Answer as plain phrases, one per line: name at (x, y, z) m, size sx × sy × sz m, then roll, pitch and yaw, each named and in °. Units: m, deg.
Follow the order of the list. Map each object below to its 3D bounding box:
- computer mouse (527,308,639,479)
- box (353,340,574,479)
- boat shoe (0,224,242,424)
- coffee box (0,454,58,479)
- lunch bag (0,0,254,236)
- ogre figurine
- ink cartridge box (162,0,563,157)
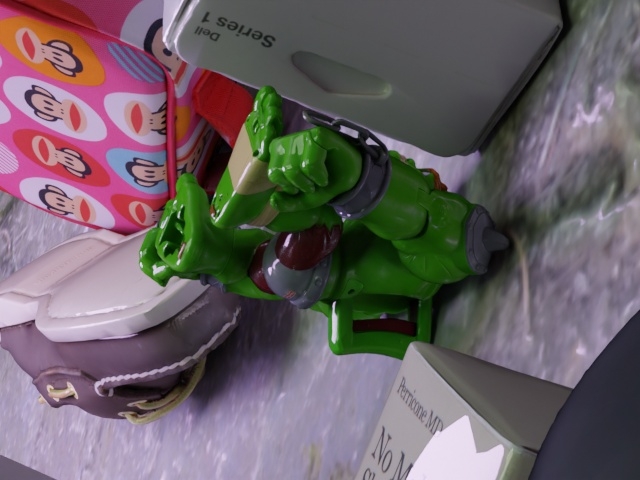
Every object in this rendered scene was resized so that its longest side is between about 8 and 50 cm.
computer mouse at (0.127, 0.017, 0.480) m, size 0.272 × 0.072 × 0.188 m, roll -52°, pitch 22°, yaw -8°
box at (0.034, 0.184, 0.672) m, size 0.275 × 0.094 × 0.113 m, roll -69°, pitch 20°, yaw 8°
boat shoe at (-0.116, 0.054, 1.177) m, size 0.117 × 0.096 × 0.324 m, roll -35°, pitch 12°, yaw -22°
coffee box at (-0.274, 0.304, 0.953) m, size 0.334 × 0.338 × 0.337 m, roll -53°, pitch 19°, yaw 35°
lunch bag at (-0.148, -0.106, 1.171) m, size 0.293 × 0.258 × 0.120 m, roll 106°, pitch -172°, yaw -69°
ogre figurine at (0.000, 0.000, 0.888) m, size 0.197 × 0.118 × 0.096 m, roll -49°, pitch 28°, yaw 46°
ink cartridge box at (0.016, -0.162, 0.930) m, size 0.092 × 0.160 × 0.219 m, roll -55°, pitch 27°, yaw 38°
